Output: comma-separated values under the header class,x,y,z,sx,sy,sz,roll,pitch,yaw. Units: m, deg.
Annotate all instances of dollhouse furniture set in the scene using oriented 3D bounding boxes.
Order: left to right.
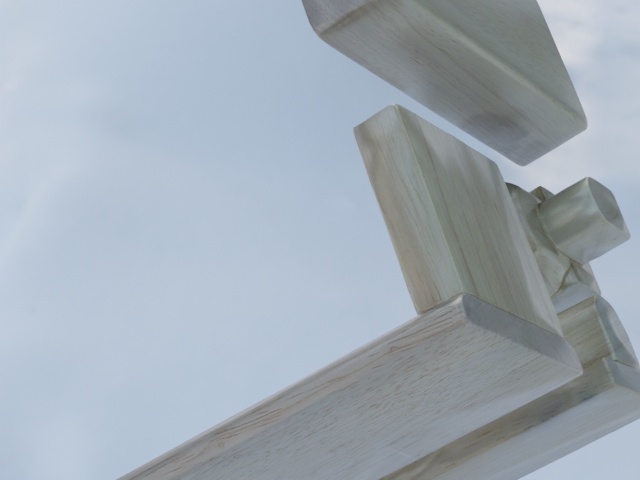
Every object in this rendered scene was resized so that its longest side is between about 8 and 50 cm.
class,x,y,z,sx,sy,sz,roll,pitch,yaw
dollhouse furniture set,0.000,0.000,0.488,0.144,0.123,0.151,25,40,-53
